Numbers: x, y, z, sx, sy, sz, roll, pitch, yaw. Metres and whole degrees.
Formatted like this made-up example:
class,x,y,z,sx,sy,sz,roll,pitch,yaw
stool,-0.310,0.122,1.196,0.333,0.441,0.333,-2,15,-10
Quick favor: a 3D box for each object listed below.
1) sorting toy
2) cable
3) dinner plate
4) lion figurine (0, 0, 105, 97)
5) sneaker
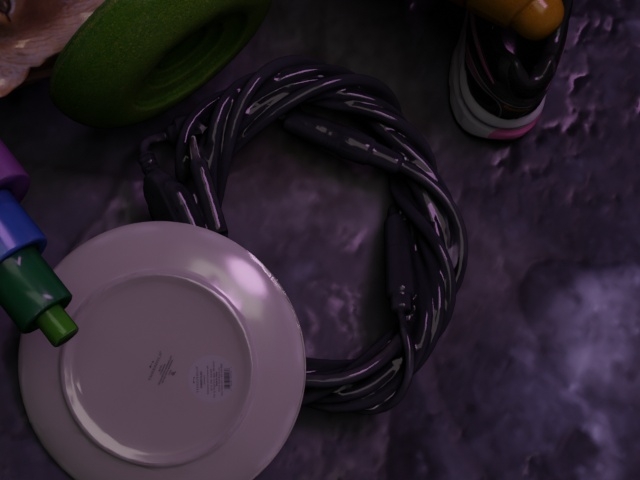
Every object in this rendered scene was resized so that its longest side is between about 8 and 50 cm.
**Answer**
class,x,y,z,sx,sy,sz,roll,pitch,yaw
sorting toy,-0.023,-0.076,0.784,0.365,0.127,0.126,-37,81,-13
cable,0.000,0.000,0.845,0.150,0.047,0.184,-24,80,-20
dinner plate,-0.078,0.061,0.800,0.141,0.017,0.141,0,94,3
lion figurine,-0.196,-0.264,0.830,0.240,0.142,0.392,-40,73,-8
sneaker,0.108,-0.146,0.877,0.072,0.077,0.178,0,77,-12
